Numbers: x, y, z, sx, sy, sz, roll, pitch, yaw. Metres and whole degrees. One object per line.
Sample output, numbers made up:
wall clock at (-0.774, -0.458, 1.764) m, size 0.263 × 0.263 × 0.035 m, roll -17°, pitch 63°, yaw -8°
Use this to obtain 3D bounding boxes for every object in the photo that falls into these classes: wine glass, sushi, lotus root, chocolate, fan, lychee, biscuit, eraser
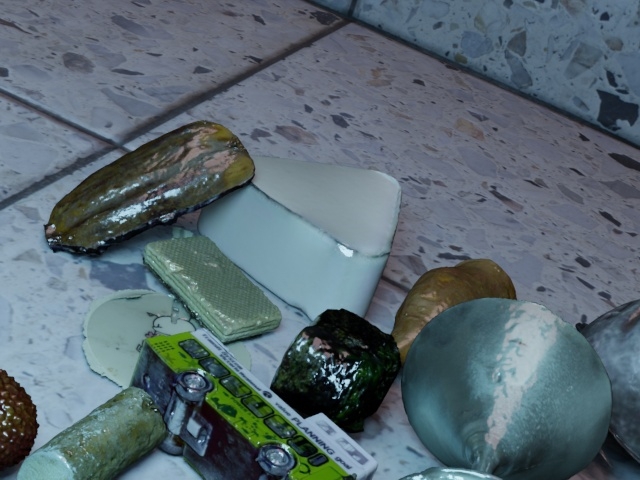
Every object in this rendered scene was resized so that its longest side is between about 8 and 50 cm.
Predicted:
wine glass at (0.179, 0.243, 1.110) m, size 0.267 × 0.267 × 0.406 m, roll 25°, pitch 20°, yaw 8°
sushi at (0.030, 0.165, 1.318) m, size 0.127 × 0.124 × 0.225 m, roll 30°, pitch 10°, yaw 14°
lotus root at (-0.261, -0.090, 1.512) m, size 0.329 × 0.078 × 0.167 m, roll -29°, pitch 44°, yaw -18°
chocolate at (0.536, 0.185, 1.487) m, size 0.303 × 0.213 × 0.303 m, roll 31°, pitch 31°, yaw -21°
fan at (-0.202, 0.096, 1.432) m, size 0.233 × 0.012 × 0.414 m, roll 19°, pitch 29°, yaw -12°
lychee at (-0.356, 0.185, 1.052) m, size 0.123 × 0.129 × 0.123 m, roll -4°, pitch 57°, yaw 6°
biscuit at (-0.154, 0.065, 1.468) m, size 0.121 × 0.040 × 0.199 m, roll -8°, pitch 42°, yaw -49°
eraser at (0.000, 0.000, 1.605) m, size 0.331 × 0.150 × 0.331 m, roll 15°, pitch 25°, yaw -8°

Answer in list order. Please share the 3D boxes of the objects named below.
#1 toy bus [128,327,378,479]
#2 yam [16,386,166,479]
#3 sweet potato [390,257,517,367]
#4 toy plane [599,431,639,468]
toy bus at (-0.085, 0.222, 1.185) m, size 0.302 × 0.113 × 0.139 m, roll 37°, pitch 28°, yaw 29°
yam at (-0.242, 0.223, 1.106) m, size 0.078 × 0.078 × 0.179 m, roll 31°, pitch 28°, yaw 18°
sweet potato at (0.176, 0.112, 1.553) m, size 0.131 × 0.131 × 0.337 m, roll 35°, pitch 29°, yaw 24°
toy plane at (0.414, 0.266, 1.505) m, size 0.226 × 0.058 × 0.226 m, roll 45°, pitch 33°, yaw 11°
